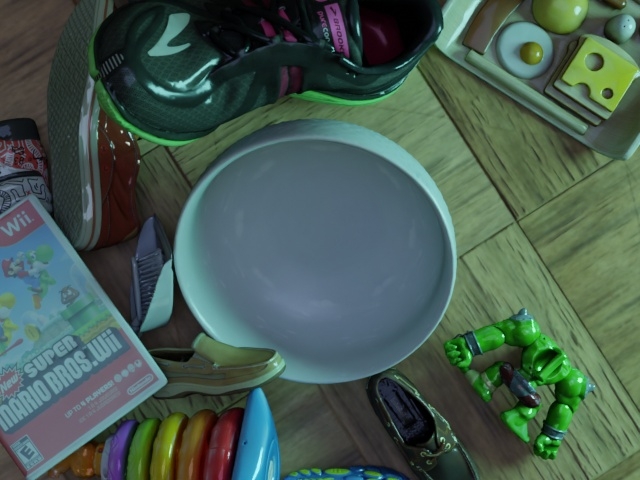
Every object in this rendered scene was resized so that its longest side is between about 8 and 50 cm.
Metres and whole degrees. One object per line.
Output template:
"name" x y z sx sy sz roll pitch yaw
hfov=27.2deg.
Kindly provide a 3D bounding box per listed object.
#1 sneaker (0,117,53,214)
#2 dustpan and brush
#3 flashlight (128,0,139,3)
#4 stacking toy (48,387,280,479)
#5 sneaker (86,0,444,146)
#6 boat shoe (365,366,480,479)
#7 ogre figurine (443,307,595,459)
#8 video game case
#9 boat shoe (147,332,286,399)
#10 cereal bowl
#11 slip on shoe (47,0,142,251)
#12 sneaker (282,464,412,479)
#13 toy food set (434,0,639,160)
"sneaker" -0.472 -0.052 1.664 0.270 0.090 0.145 -16 85 -5
"dustpan and brush" -0.222 0.088 1.662 0.060 0.147 0.211 -5 114 -15
"flashlight" -0.194 -0.310 1.687 0.103 0.103 0.304 -36 84 2
"stacking toy" -0.206 0.275 1.620 0.301 0.166 0.175 4 55 8
"sneaker" -0.055 -0.238 1.534 0.482 0.202 0.185 -18 82 -38
"boat shoe" 0.129 0.250 1.671 0.073 0.073 0.207 -41 90 -4
"ogre figurine" 0.260 0.174 1.667 0.118 0.097 0.197 -41 77 8
"video game case" -0.347 0.115 1.594 0.204 0.025 0.285 -36 87 -7
"boat shoe" -0.135 0.147 1.605 0.190 0.068 0.072 -11 105 23
"cereal bowl" 0.000 0.000 1.618 0.338 0.141 0.339 4 116 8
"slip on shoe" -0.277 -0.150 1.673 0.101 0.123 0.331 2 83 -38
"sneaker" 0.041 0.331 1.675 0.188 0.067 0.078 0 108 -3
"toy food set" 0.322 -0.271 1.693 0.306 0.092 0.220 33 86 1
